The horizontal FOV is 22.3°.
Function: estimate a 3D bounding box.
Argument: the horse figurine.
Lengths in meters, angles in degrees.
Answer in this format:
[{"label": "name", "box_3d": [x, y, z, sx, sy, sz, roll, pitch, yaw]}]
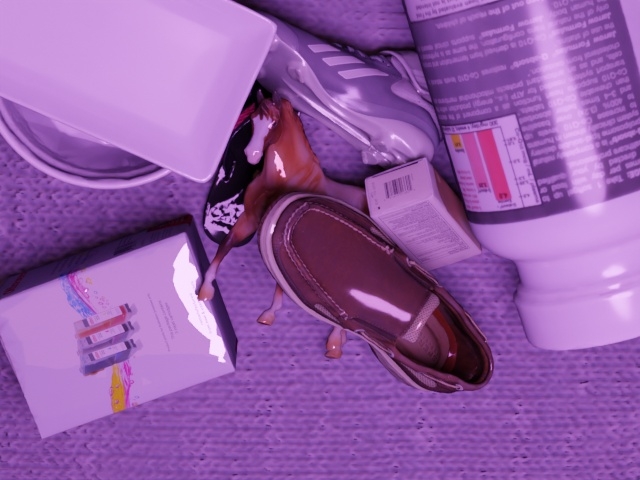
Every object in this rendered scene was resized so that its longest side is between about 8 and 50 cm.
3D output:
[{"label": "horse figurine", "box_3d": [0.000, 0.000, 1.376, 0.263, 0.066, 0.174, 27, 76, -43]}]

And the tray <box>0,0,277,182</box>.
[{"label": "tray", "box_3d": [-0.184, -0.163, 1.289, 0.270, 0.030, 0.145, 24, 96, -6]}]

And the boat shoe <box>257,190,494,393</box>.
[{"label": "boat shoe", "box_3d": [0.058, 0.045, 1.328, 0.257, 0.095, 0.095, 38, 76, -38]}]

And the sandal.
[{"label": "sandal", "box_3d": [-0.059, -0.078, 1.412, 0.067, 0.040, 0.179, 13, 98, -5]}]

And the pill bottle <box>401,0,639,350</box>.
[{"label": "pill bottle", "box_3d": [0.202, -0.107, 1.335, 0.210, 0.210, 0.363, -17, 99, 0]}]

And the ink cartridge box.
[{"label": "ink cartridge box", "box_3d": [-0.174, 0.070, 1.385, 0.176, 0.128, 0.127, -19, 99, 1]}]

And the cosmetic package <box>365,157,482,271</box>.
[{"label": "cosmetic package", "box_3d": [0.089, -0.020, 1.387, 0.060, 0.115, 0.041, -18, 58, 18]}]

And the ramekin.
[{"label": "ramekin", "box_3d": [-0.177, -0.151, 1.361, 0.207, 0.109, 0.207, -1, 99, -3]}]

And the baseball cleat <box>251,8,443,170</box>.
[{"label": "baseball cleat", "box_3d": [0.020, -0.142, 1.387, 0.206, 0.072, 0.109, 40, 57, -10]}]
